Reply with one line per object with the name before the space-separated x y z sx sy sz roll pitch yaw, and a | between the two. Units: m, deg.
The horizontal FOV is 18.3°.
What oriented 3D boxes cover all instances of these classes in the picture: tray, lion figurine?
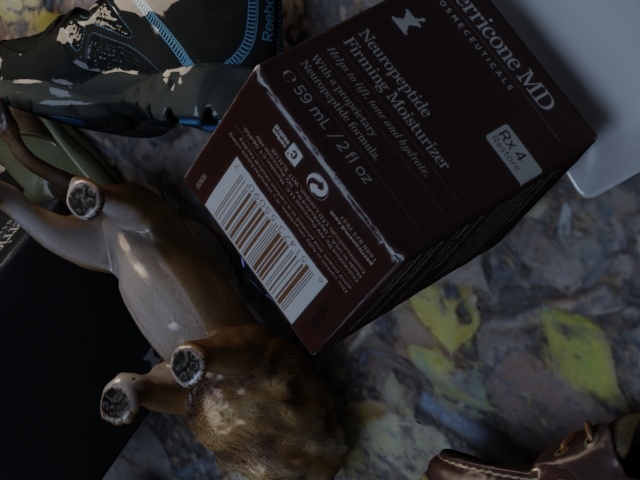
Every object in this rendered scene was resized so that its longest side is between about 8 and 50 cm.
tray | 0.173 -0.173 1.392 0.145 0.030 0.270 -31 89 43
lion figurine | -0.125 0.051 1.657 0.142 0.240 0.392 -35 73 22

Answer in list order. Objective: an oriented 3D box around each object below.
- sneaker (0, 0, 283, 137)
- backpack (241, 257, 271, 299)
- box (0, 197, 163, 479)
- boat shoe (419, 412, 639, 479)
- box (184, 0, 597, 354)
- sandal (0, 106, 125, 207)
sneaker | -0.150 -0.159 1.636 0.341 0.125 0.140 5 86 42
backpack | 0.000 0.000 1.582 0.105 0.084 0.114 42 126 18
box | -0.377 0.155 1.798 0.395 0.293 0.212 -10 124 42
boat shoe | 0.227 0.189 1.482 0.342 0.123 0.123 11 88 42
box | 0.046 -0.057 1.409 0.168 0.203 0.167 53 147 10
sandal | -0.288 -0.087 1.781 0.303 0.086 0.120 42 133 16
